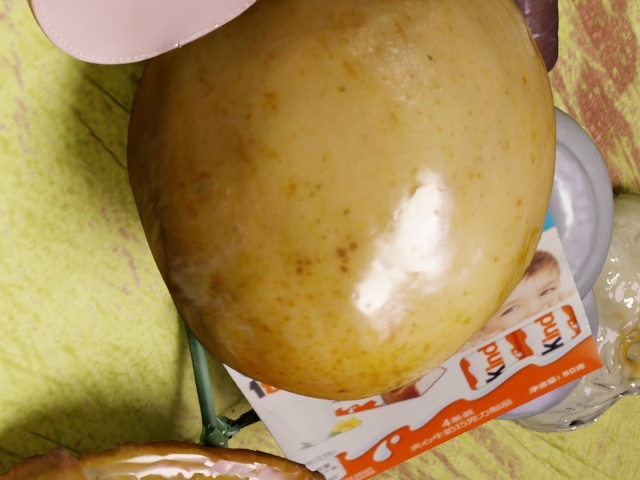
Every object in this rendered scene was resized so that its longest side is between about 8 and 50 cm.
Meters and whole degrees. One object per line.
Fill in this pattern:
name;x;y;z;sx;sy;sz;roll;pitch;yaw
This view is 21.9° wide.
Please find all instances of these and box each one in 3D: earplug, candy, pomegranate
earplug;0.148;0.019;1.444;0.214;0.175;0.325;-25;136;-17
candy;-0.079;0.154;1.310;0.083;0.091;0.305;-45;141;-40
pomegranate;0.014;-0.040;1.017;0.307;0.307;0.307;-37;149;-27
candy;-0.079;0.160;1.393;0.184;0.049;0.055;-27;109;-26

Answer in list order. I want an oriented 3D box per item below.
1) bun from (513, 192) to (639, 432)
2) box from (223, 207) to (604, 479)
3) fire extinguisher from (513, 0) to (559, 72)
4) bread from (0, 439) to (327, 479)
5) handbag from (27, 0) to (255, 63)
bun;0.310;0.089;1.782;0.287;0.146;0.287;-39;150;-28
box;0.072;0.076;1.294;0.273;0.048;0.265;-26;139;3
fire extinguisher;0.119;-0.237;1.110;0.072;0.089;0.268;-26;134;-21
bread;-0.142;0.315;1.209;0.398;0.215;0.398;-12;138;-11
handbag;-0.096;-0.200;0.839;0.205;0.116;0.179;-34;148;-29
